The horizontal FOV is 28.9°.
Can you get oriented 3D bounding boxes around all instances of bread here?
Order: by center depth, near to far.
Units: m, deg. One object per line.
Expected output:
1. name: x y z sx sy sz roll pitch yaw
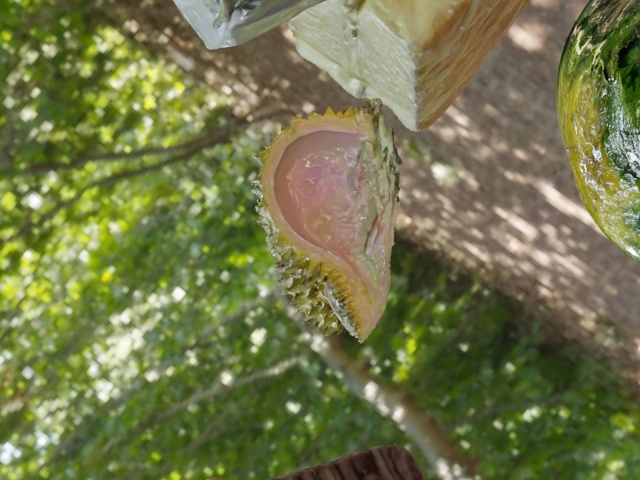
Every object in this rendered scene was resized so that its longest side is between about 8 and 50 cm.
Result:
1. bread: 0.165 -0.417 1.946 0.279 0.390 0.371 39 172 11

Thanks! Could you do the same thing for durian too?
1. durian: -0.004 -0.009 1.575 0.185 0.305 0.195 -3 169 -15

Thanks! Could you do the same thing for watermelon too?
1. watermelon: 0.297 -0.096 0.908 0.269 0.269 0.269 36 171 6

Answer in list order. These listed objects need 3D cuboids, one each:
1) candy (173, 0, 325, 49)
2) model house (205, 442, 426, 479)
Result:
1. candy: -0.028 -0.234 0.820 0.185 0.195 0.137 60 158 3
2. model house: 0.016 0.285 0.864 0.281 0.248 0.230 63 163 20
